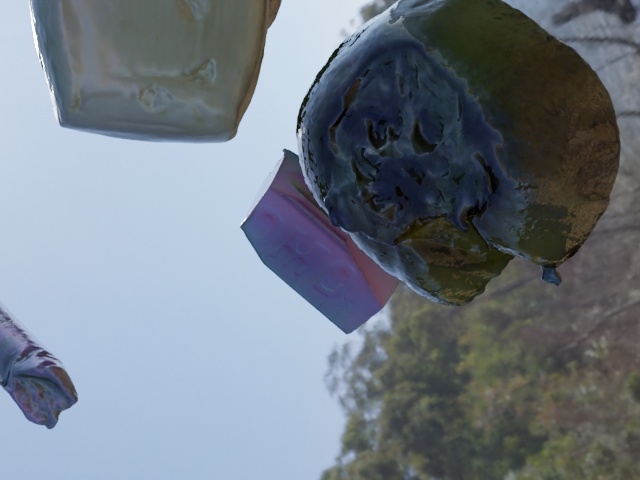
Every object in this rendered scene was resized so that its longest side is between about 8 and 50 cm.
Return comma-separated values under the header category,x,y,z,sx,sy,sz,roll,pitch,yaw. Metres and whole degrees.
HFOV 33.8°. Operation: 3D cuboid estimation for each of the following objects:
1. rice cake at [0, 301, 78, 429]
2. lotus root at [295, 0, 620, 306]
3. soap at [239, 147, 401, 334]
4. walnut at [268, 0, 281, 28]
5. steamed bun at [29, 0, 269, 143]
category,x,y,z,sx,sy,sz,roll,pitch,yaw
rice cake,-0.271,0.074,0.867,0.270,0.049,0.055,29,166,49
lotus root,0.063,-0.050,0.619,0.204,0.183,0.078,39,-150,19
soap,0.000,0.000,0.892,0.149,0.100,0.056,41,-130,-5
walnut,-0.208,-0.374,1.468,0.277,0.313,0.252,56,163,17
steamed bun,-0.176,-0.204,1.054,0.170,0.226,0.199,-117,34,-66
